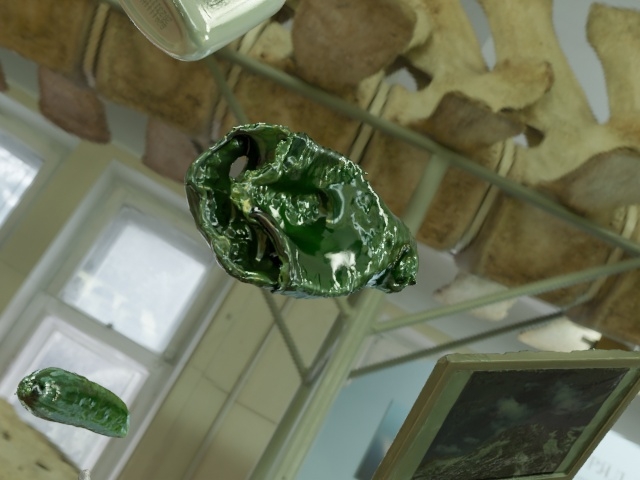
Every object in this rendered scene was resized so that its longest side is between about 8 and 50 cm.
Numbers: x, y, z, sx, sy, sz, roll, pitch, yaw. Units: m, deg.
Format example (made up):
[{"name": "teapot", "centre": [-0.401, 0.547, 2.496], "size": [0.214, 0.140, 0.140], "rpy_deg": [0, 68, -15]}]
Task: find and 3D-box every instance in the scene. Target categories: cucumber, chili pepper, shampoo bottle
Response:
[{"name": "cucumber", "centre": [-0.182, 0.118, 0.665], "size": [0.039, 0.039, 0.168], "rpy_deg": [21, -14, 22]}, {"name": "chili pepper", "centre": [0.002, -0.001, 0.596], "size": [0.062, 0.108, 0.216], "rpy_deg": [-15, -23, 38]}, {"name": "shampoo bottle", "centre": [-0.075, -0.221, 0.721], "size": [0.051, 0.221, 0.108], "rpy_deg": [-33, -80, 40]}]

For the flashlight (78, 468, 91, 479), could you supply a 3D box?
[{"name": "flashlight", "centre": [-0.253, 0.314, 1.069], "size": [0.031, 0.052, 0.110], "rpy_deg": [-15, -42, 35]}]

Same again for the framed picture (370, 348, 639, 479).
[{"name": "framed picture", "centre": [0.196, 0.185, 0.910], "size": [0.281, 0.019, 0.209], "rpy_deg": [1, -52, -28]}]
